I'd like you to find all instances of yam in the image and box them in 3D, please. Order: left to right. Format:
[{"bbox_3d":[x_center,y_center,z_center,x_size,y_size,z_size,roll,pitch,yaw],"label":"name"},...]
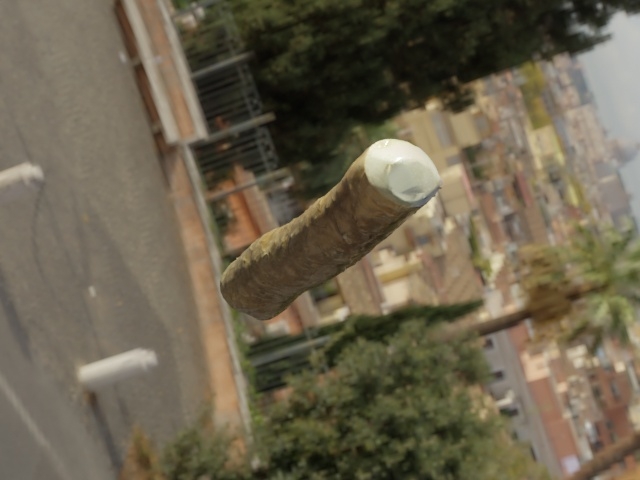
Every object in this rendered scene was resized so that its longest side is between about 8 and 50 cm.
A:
[{"bbox_3d":[0.000,0.000,0.940,0.066,0.299,0.066,10,67,-24],"label":"yam"}]
